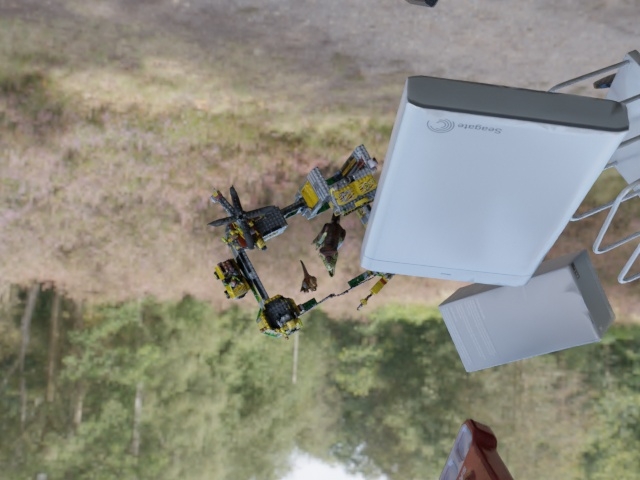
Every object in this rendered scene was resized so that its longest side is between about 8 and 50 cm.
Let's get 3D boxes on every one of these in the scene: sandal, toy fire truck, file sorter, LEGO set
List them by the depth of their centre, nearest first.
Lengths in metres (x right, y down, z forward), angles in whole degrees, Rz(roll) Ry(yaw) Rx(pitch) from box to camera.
[{"bbox_3d":[0.186,0.421,1.167,0.169,0.302,0.254,18,-170,-5],"label":"toy fire truck"},{"bbox_3d":[0.458,-0.102,1.295,0.173,0.278,0.193,-22,150,-16],"label":"file sorter"},{"bbox_3d":[0.000,0.000,1.363,0.331,0.255,0.192,-19,172,-15],"label":"LEGO set"},{"bbox_3d":[0.525,-0.252,1.385,0.179,0.040,0.067,0,-154,37],"label":"sandal"}]

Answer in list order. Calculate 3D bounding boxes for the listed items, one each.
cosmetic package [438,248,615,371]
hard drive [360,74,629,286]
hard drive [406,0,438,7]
[{"bbox_3d":[0.321,0.112,1.353,0.238,0.127,0.107,-20,-175,34],"label":"cosmetic package"},{"bbox_3d":[0.186,-0.052,1.034,0.233,0.047,0.353,7,149,-2],"label":"hard drive"},{"bbox_3d":[0.185,-0.431,1.420,0.022,0.094,0.135,29,-169,-17],"label":"hard drive"}]
